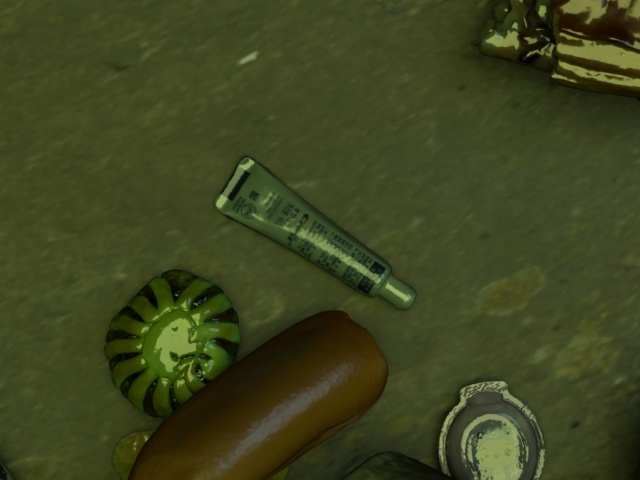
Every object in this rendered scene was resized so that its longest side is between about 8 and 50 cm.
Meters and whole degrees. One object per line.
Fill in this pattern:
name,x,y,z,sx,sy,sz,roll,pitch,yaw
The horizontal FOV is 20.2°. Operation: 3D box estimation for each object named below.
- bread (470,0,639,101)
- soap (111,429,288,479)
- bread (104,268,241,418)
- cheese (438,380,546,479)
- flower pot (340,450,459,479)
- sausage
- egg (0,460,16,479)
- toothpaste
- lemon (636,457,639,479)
bread,0.249,-0.298,1.691,0.370,0.191,0.314,15,93,9
soap,-0.115,0.215,1.728,0.168,0.033,0.089,-13,90,-3
bread,-0.138,0.101,1.711,0.130,0.071,0.139,35,87,2
cheese,0.171,0.231,1.743,0.105,0.042,0.191,-10,92,-2
flower pot,0.125,0.369,1.602,0.330,0.293,0.294,35,86,22
sausage,-0.077,0.179,1.647,0.328,0.112,0.112,-35,91,-27
egg,-0.333,0.235,1.687,0.110,0.085,0.085,30,87,-10
toothpaste,0.000,0.000,1.739,0.216,0.037,0.062,33,87,1
lemon,0.435,0.224,1.646,0.297,0.297,0.297,0,89,-4
